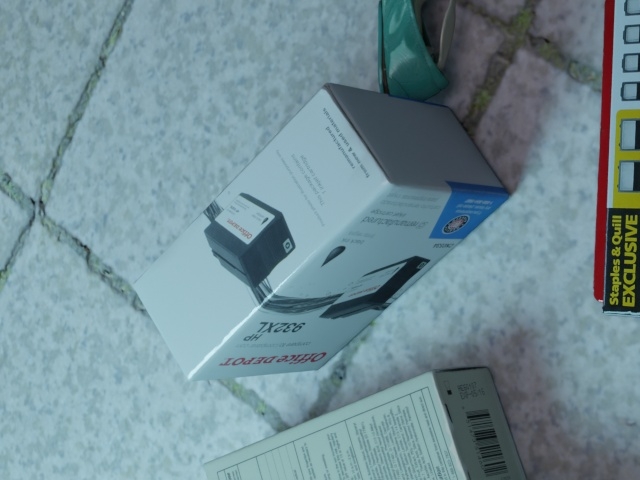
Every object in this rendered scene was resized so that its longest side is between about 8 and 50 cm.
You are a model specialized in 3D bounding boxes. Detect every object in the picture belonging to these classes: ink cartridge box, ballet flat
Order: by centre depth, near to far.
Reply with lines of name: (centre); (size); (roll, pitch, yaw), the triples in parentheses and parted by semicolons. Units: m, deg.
ink cartridge box: (0.339, -0.083, 1.340); (0.272, 0.130, 0.309); (2, 90, 37)
ink cartridge box: (0.000, 0.000, 1.526); (0.307, 0.223, 0.129); (-44, 65, 27)
ballet flat: (0.093, -0.260, 1.568); (0.087, 0.083, 0.247); (-8, 83, 11)

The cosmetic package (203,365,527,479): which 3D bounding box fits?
cosmetic package: (0.044, 0.251, 1.555); (0.309, 0.113, 0.160); (-25, 74, 34)
